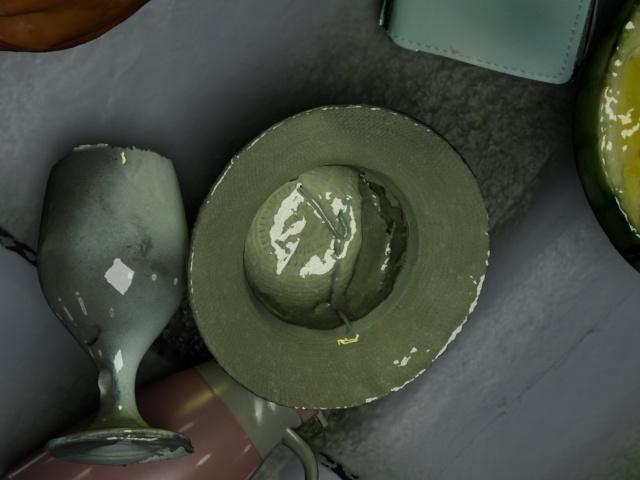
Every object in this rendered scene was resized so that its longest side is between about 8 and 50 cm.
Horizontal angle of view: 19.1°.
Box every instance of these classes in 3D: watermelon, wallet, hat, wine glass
[{"bbox_3d":[0.339,-0.104,1.585,0.330,0.189,0.331,0,90,-26],"label":"watermelon"},{"bbox_3d":[0.151,-0.254,1.492,0.176,0.075,0.250,15,126,6],"label":"wallet"},{"bbox_3d":[0.000,0.000,1.563,0.257,0.130,0.257,-5,106,-16],"label":"hat"},{"bbox_3d":[-0.161,0.053,1.499,0.126,0.126,0.241,2,72,-14],"label":"wine glass"}]

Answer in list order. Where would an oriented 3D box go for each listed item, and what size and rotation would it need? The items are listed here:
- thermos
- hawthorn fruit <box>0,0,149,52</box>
[{"bbox_3d":[-0.118,0.194,1.591,0.265,0.146,0.176,-35,81,-8],"label":"thermos"},{"bbox_3d":[-0.212,-0.293,1.360,0.277,0.277,0.298,27,74,-20],"label":"hawthorn fruit"}]
